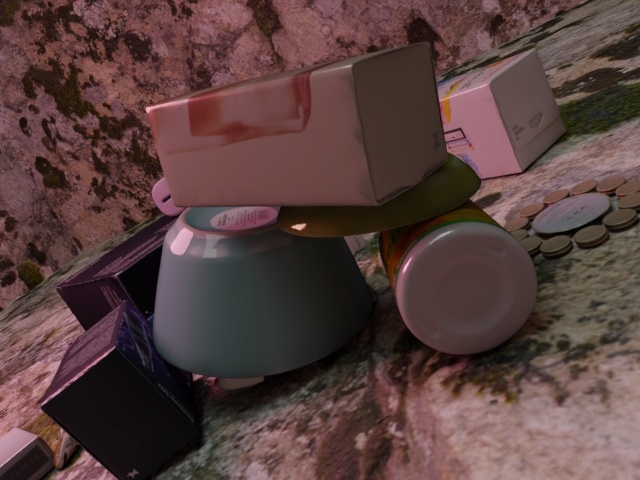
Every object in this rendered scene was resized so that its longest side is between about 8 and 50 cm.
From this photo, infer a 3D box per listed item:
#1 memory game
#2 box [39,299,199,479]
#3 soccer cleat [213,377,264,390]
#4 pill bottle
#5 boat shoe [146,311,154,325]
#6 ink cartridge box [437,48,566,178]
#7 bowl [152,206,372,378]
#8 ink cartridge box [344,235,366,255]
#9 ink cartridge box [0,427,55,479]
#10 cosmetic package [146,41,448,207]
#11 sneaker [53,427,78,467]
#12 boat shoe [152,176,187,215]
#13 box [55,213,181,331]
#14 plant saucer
[{"bbox_3d":[0.318,-0.031,0.722,0.186,0.012,0.186,-27,16,9],"label":"memory game"},{"bbox_3d":[-0.251,0.189,0.741,0.108,0.153,0.207,-39,18,-6],"label":"box"},{"bbox_3d":[-0.086,0.145,0.795,0.076,0.068,0.196,-3,21,13],"label":"soccer cleat"},{"bbox_3d":[0.140,0.015,0.656,0.136,0.136,0.246,-27,16,7],"label":"pill bottle"},{"bbox_3d":[-0.214,0.141,0.987,0.258,0.109,0.089,-21,-1,-44],"label":"boat shoe"},{"bbox_3d":[0.295,-0.221,1.065,0.171,0.168,0.232,-38,19,-32],"label":"ink cartridge box"},{"bbox_3d":[-0.089,0.028,0.781,0.311,0.163,0.311,-6,23,2],"label":"bowl"},{"bbox_3d":[0.000,0.000,1.025,0.143,0.092,0.090,-20,18,31],"label":"ink cartridge box"},{"bbox_3d":[-0.551,0.390,0.828,0.239,0.060,0.275,-10,24,45],"label":"ink cartridge box"},{"bbox_3d":[-0.033,-0.118,0.621,0.296,0.129,0.153,2,23,38],"label":"cosmetic package"},{"bbox_3d":[-0.370,0.300,0.846,0.032,0.037,0.083,-44,32,25],"label":"sneaker"},{"bbox_3d":[-0.233,-0.153,1.197,0.335,0.121,0.119,-16,24,42],"label":"boat shoe"},{"bbox_3d":[-0.323,0.065,1.219,0.312,0.179,0.343,-9,25,47],"label":"box"},{"bbox_3d":[0.062,-0.066,0.664,0.241,0.037,0.241,-11,19,4],"label":"plant saucer"}]
